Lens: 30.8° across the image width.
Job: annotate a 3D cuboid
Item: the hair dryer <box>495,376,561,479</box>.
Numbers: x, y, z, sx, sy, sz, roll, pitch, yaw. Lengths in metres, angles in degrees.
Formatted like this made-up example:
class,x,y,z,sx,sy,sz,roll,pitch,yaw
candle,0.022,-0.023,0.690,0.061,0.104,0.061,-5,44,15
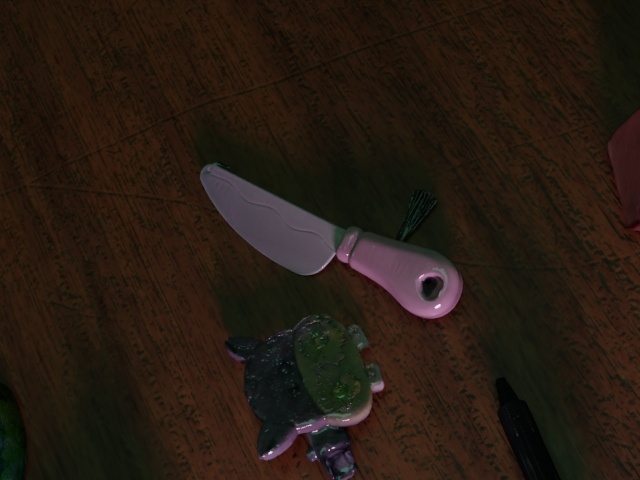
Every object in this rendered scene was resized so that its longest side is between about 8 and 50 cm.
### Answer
class,x,y,z,sx,sy,sz,roll,pitch,yaw
hair dryer,0.208,0.227,1.086,0.070,0.128,0.255,-22,54,1

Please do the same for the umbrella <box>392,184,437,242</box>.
class,x,y,z,sx,sy,sz,roll,pitch,yaw
umbrella,0.102,-0.028,1.267,0.031,0.020,0.083,24,78,20

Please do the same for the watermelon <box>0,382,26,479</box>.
class,x,y,z,sx,sy,sz,roll,pitch,yaw
watermelon,-0.387,0.237,1.167,0.128,0.146,0.231,-2,64,9

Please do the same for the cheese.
class,x,y,z,sx,sy,sz,roll,pitch,yaw
cheese,0.380,-0.084,1.174,0.177,0.203,0.128,-25,61,34

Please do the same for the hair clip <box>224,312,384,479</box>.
class,x,y,z,sx,sy,sz,roll,pitch,yaw
hair clip,-0.007,0.155,1.187,0.146,0.056,0.187,-18,61,-5

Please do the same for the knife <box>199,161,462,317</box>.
class,x,y,z,sx,sy,sz,roll,pitch,yaw
knife,-0.001,0.003,1.268,0.336,0.043,0.081,23,90,25
